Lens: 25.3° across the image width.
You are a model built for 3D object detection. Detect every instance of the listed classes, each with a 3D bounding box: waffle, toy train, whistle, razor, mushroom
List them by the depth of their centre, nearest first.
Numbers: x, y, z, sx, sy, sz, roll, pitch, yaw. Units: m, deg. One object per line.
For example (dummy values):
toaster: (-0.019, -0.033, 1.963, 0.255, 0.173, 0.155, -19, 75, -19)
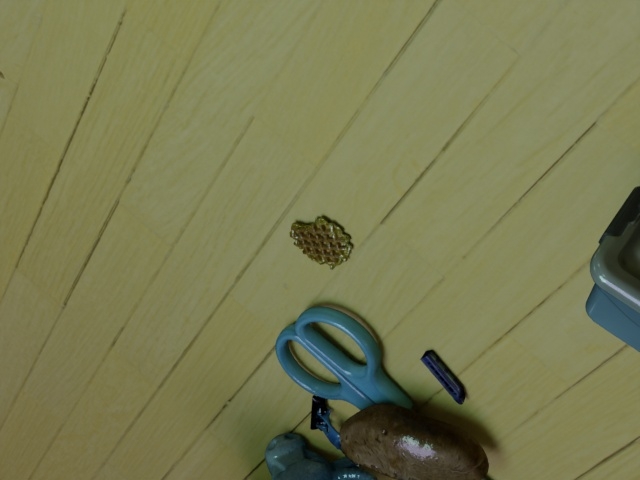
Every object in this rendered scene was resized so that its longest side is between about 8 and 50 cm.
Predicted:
waffle: (0.002, 0.001, 1.767, 0.078, 0.016, 0.085, 44, 145, -12)
toy train: (0.159, 0.174, 1.804, 0.083, 0.017, 0.017, 50, 136, -12)
mushroom: (0.113, 0.262, 1.845, 0.209, 0.072, 0.094, 16, 127, 22)
razor: (0.088, 0.305, 1.982, 0.253, 0.042, 0.082, 28, 143, 17)
whistle: (-0.012, 0.369, 2.038, 0.269, 0.180, 0.093, 46, 158, 53)

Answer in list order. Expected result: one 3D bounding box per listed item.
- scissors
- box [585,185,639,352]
scissors: (0.129, 0.256, 1.906, 0.447, 0.029, 0.192, 41, 145, -3)
box: (0.374, 0.049, 1.366, 0.227, 0.162, 0.130, 33, 154, 12)
